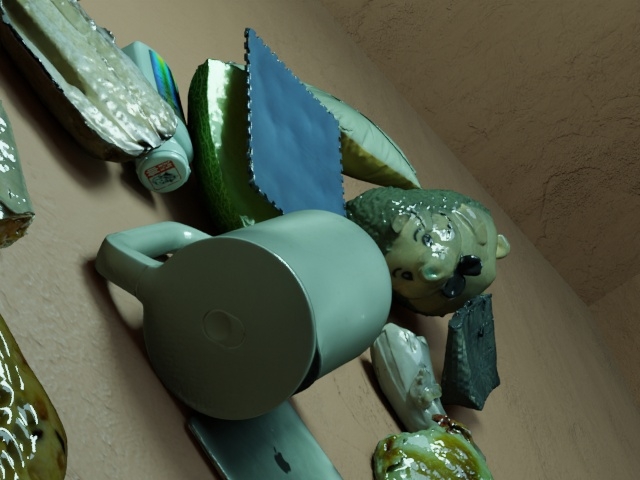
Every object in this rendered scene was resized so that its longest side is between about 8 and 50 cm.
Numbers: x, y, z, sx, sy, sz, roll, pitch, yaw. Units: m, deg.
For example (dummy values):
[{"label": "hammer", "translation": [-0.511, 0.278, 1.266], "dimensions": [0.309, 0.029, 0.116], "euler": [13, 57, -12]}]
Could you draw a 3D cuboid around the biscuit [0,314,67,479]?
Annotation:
[{"label": "biscuit", "translation": [-0.314, 0.102, 0.860], "dimensions": [0.359, 0.046, 0.359], "euler": [48, 16, -18]}]

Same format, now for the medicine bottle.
[{"label": "medicine bottle", "translation": [-0.222, -0.157, 1.582], "dimensions": [0.121, 0.083, 0.229], "euler": [58, 8, -43]}]

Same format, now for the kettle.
[{"label": "kettle", "translation": [-0.070, 0.054, 1.372], "dimensions": [0.265, 0.205, 0.318], "euler": [57, 19, 4]}]

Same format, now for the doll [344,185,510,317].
[{"label": "doll", "translation": [0.187, 0.014, 2.121], "dimensions": [0.349, 0.247, 0.247], "euler": [22, 34, -46]}]

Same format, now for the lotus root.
[{"label": "lotus root", "translation": [-0.321, -0.218, 1.451], "dimensions": [0.329, 0.078, 0.167], "euler": [51, 30, 6]}]

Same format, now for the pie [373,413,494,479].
[{"label": "pie", "translation": [0.177, 0.370, 1.625], "dimensions": [0.257, 0.105, 0.274], "euler": [-1, 52, -53]}]

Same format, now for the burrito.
[{"label": "burrito", "translation": [-0.331, -0.080, 1.158], "dimensions": [0.087, 0.060, 0.226], "euler": [25, 33, -49]}]

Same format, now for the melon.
[{"label": "melon", "translation": [-0.103, -0.069, 1.624], "dimensions": [0.196, 0.124, 0.324], "euler": [96, -20, -70]}]

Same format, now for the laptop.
[{"label": "laptop", "translation": [-0.048, 0.254, 1.344], "dimensions": [0.188, 0.015, 0.269], "euler": [55, 16, 7]}]

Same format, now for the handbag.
[{"label": "handbag", "translation": [0.256, 0.189, 2.048], "dimensions": [0.270, 0.088, 0.175], "euler": [-24, 118, -70]}]

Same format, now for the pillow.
[{"label": "pillow", "translation": [0.003, -0.203, 2.155], "dimensions": [0.310, 0.119, 0.312], "euler": [28, -1, 39]}]

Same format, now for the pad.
[{"label": "pad", "translation": [-0.031, -0.124, 1.644], "dimensions": [0.269, 0.012, 0.269], "euler": [43, 36, -48]}]

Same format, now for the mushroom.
[{"label": "mushroom", "translation": [0.158, 0.252, 1.814], "dimensions": [0.096, 0.099, 0.278], "euler": [-14, 72, -58]}]
